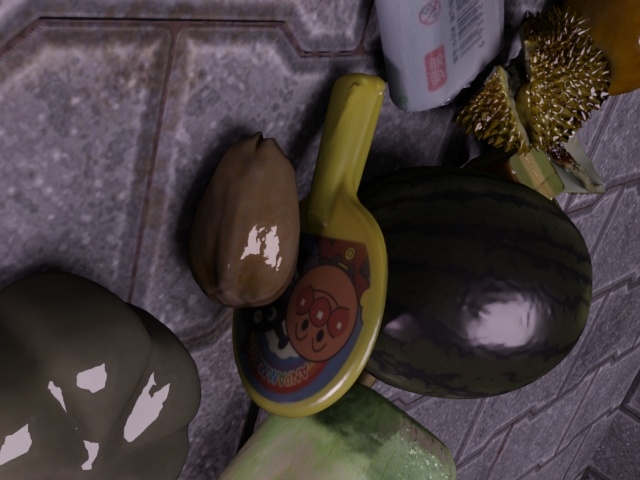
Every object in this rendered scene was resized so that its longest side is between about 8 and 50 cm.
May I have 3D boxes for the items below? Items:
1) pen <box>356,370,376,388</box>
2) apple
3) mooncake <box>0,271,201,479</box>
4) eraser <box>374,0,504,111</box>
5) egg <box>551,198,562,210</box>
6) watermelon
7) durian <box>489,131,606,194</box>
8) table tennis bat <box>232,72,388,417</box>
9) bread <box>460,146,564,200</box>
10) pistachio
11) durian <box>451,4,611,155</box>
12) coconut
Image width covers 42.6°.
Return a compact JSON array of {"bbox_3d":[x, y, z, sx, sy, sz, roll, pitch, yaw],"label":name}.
[{"bbox_3d":[0.117,0.137,1.261,0.233,0.032,0.040,-60,171,10],"label":"pen"},{"bbox_3d":[0.406,-0.287,1.120,0.155,0.182,0.182,-44,146,-14],"label":"apple"},{"bbox_3d":[-0.224,0.167,0.708,0.275,0.135,0.275,-29,129,-42],"label":"mooncake"},{"bbox_3d":[0.129,-0.269,0.864,0.174,0.081,0.227,-45,146,-22],"label":"eraser"},{"bbox_3d":[0.253,0.011,1.193,0.231,0.169,0.169,-43,146,-13],"label":"egg"},{"bbox_3d":[0.146,0.048,0.974,0.359,0.279,0.279,10,115,-18],"label":"watermelon"},{"bbox_3d":[0.343,-0.134,1.208,0.144,0.139,0.252,-58,147,-3],"label":"durian"},{"bbox_3d":[0.000,0.000,0.849,0.054,0.224,0.369,20,83,-39],"label":"table tennis bat"},{"bbox_3d":[0.246,-0.076,1.118,0.074,0.139,0.084,-39,102,-30],"label":"bread"},{"bbox_3d":[-0.070,-0.014,0.815,0.126,0.108,0.185,-56,161,-66],"label":"pistachio"},{"bbox_3d":[0.275,-0.192,1.021,0.237,0.138,0.193,-55,-179,-39],"label":"durian"},{"bbox_3d":[0.013,0.355,1.089,0.328,0.281,0.328,-35,142,-33],"label":"coconut"}]
